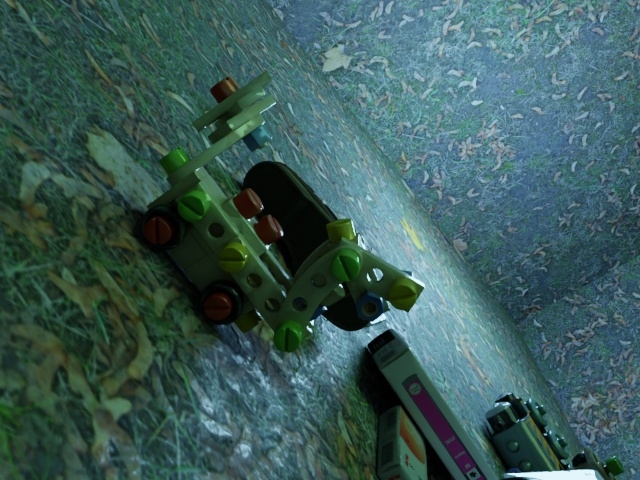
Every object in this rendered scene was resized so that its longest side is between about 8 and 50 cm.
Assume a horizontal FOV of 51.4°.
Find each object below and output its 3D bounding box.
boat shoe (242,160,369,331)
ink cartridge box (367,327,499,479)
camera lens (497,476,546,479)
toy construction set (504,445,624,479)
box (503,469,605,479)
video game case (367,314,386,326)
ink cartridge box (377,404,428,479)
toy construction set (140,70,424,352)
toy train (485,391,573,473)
[{"bbox_3d":[0.000,0.000,1.068,0.307,0.111,0.104,59,16,7],"label":"boat shoe"},{"bbox_3d":[0.209,0.320,1.086,0.370,0.069,0.176,54,-1,-3],"label":"ink cartridge box"},{"bbox_3d":[0.275,0.447,0.808,0.274,0.219,0.219,52,16,-18],"label":"camera lens"},{"bbox_3d":[0.539,0.572,1.344,0.308,0.237,0.257,59,15,5],"label":"toy construction set"},{"bbox_3d":[0.426,0.497,1.150,0.181,0.182,0.118,-96,-175,-79],"label":"box"},{"bbox_3d":[0.089,0.122,1.291,0.087,0.011,0.122,60,15,11],"label":"video game case"},{"bbox_3d":[0.147,0.347,0.955,0.179,0.045,0.145,51,16,-11],"label":"ink cartridge box"},{"bbox_3d":[-0.058,-0.021,0.725,0.327,0.215,0.151,58,14,4],"label":"toy construction set"},{"bbox_3d":[0.515,0.523,1.588,0.190,0.142,0.333,1,56,-61],"label":"toy train"}]
